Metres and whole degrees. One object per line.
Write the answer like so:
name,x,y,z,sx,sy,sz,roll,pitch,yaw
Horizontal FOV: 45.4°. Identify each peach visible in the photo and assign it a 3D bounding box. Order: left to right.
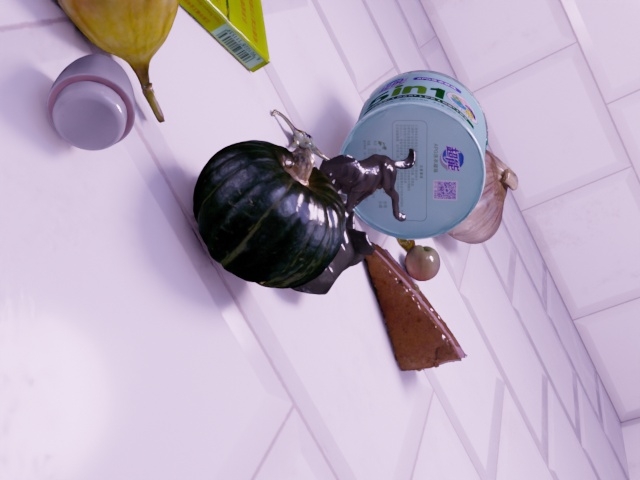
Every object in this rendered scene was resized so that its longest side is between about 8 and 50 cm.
peach,0.222,0.051,1.677,0.083,0.083,0.083,48,29,-37

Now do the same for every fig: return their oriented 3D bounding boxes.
fig,-0.232,-0.271,0.945,0.159,0.159,0.257,-57,138,-63

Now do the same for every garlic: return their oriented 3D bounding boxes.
garlic,0.377,-0.142,2.040,0.321,0.241,0.322,28,37,-24

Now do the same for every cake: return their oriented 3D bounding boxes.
cake,0.160,0.132,1.478,0.295,0.112,0.116,61,18,21

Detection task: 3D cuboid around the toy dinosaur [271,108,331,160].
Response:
toy dinosaur,-0.025,-0.175,1.401,0.180,0.037,0.058,42,37,-43

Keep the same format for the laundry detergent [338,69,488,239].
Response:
laundry detergent,0.202,-0.193,1.596,0.287,0.287,0.305,59,24,-17

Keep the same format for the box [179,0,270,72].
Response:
box,-0.201,-0.442,1.260,0.335,0.047,0.187,38,36,-50

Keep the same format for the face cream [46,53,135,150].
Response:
face cream,-0.245,-0.151,0.828,0.091,0.091,0.095,48,20,-37

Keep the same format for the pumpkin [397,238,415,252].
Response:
pumpkin,0.199,-0.002,1.738,0.083,0.028,0.050,49,26,-44

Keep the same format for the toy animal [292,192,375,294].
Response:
toy animal,-0.003,0.001,1.213,0.245,0.114,0.146,-40,99,-44

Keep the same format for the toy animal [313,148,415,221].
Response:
toy animal,0.077,-0.102,1.398,0.084,0.232,0.148,-125,-148,-43

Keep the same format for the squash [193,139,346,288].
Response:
squash,-0.066,-0.035,1.001,0.218,0.172,0.218,50,26,-35
